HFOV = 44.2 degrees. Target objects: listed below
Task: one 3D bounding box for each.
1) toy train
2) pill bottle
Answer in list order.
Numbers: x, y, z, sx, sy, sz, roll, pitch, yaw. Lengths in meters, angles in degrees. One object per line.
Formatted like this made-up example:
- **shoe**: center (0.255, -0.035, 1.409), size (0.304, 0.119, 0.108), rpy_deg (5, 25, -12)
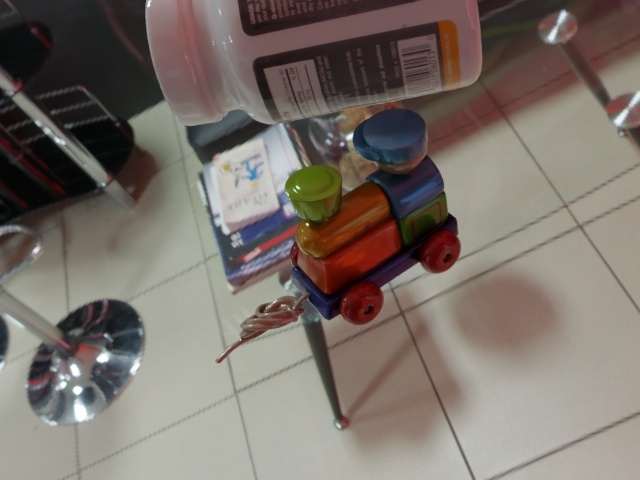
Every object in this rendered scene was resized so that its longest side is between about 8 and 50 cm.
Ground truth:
- **toy train**: center (0.000, 0.000, 0.669), size (0.248, 0.143, 0.105), rpy_deg (-32, 46, -15)
- **pill bottle**: center (-0.003, -0.195, 0.716), size (0.278, 0.162, 0.162), rpy_deg (-9, 52, 8)
